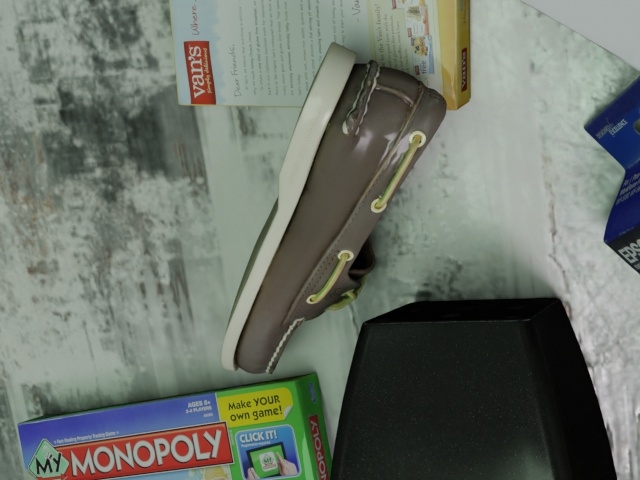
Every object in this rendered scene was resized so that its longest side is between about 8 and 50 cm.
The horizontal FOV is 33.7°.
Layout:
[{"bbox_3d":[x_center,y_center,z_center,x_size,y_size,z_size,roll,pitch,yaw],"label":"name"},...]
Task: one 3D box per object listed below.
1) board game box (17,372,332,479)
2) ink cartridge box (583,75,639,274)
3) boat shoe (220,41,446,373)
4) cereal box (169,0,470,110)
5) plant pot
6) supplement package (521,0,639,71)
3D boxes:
[{"bbox_3d":[-0.132,0.252,0.986,0.317,0.046,0.213,-13,87,26],"label":"board game box"},{"bbox_3d":[0.304,0.031,0.699,0.333,0.165,0.065,45,77,6],"label":"ink cartridge box"},{"bbox_3d":[0.000,0.000,0.832,0.097,0.116,0.324,20,128,-3],"label":"boat shoe"},{"bbox_3d":[-0.005,-0.190,0.819,0.240,0.047,0.173,5,109,22],"label":"cereal box"},{"bbox_3d":[0.117,0.133,0.805,0.188,0.187,0.167,-2,94,24],"label":"plant pot"},{"bbox_3d":[0.178,-0.241,0.617,0.149,0.203,0.194,19,123,-34],"label":"supplement package"}]
